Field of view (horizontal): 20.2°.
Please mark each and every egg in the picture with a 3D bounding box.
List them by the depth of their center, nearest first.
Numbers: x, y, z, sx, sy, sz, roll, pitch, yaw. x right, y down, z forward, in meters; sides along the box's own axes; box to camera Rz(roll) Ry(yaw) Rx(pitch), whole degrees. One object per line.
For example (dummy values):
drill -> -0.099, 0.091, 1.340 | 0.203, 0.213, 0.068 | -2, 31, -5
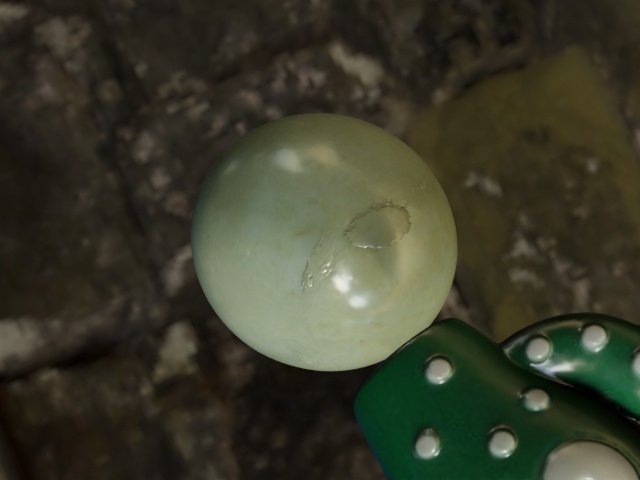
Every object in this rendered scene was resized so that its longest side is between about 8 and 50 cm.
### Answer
egg -> 0.000, 0.000, 1.320 | 0.186, 0.187, 0.253 | 64, 164, -17

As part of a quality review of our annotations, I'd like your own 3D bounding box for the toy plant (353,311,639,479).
toy plant -> 0.127, 0.152, 1.008 | 0.112, 0.233, 0.243 | 59, -164, -69
